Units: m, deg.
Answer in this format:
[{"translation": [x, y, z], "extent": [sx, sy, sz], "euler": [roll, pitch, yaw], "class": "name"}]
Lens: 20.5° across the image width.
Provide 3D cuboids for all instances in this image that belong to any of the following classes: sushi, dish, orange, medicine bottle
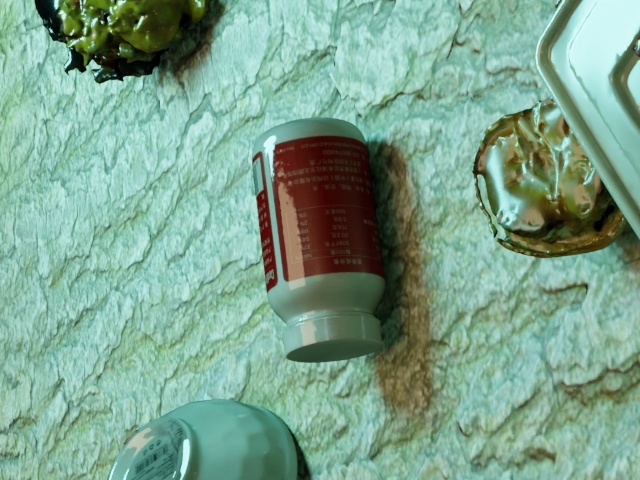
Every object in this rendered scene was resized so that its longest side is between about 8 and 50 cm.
[{"translation": [-0.258, -0.321, 2.343], "extent": [0.200, 0.213, 0.204], "euler": [66, 160, 1], "class": "sushi"}, {"translation": [-0.167, 0.298, 2.085], "extent": [0.303, 0.120, 0.303], "euler": [-29, 42, 30], "class": "dish"}, {"translation": [0.222, -0.057, 1.591], "extent": [0.170, 0.112, 0.160], "euler": [31, 104, 30], "class": "orange"}, {"translation": [0.000, 0.000, 1.930], "extent": [0.131, 0.131, 0.250], "euler": [-30, 63, 54], "class": "medicine bottle"}]

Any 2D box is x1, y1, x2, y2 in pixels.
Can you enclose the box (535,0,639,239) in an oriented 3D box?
[{"translation": [0.319, -0.117, 1.381], "extent": [0.193, 0.167, 0.294], "euler": [-61, 40, 38], "class": "box"}]
